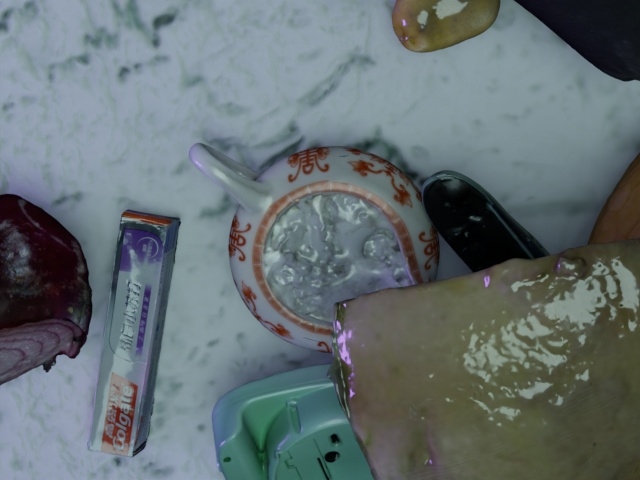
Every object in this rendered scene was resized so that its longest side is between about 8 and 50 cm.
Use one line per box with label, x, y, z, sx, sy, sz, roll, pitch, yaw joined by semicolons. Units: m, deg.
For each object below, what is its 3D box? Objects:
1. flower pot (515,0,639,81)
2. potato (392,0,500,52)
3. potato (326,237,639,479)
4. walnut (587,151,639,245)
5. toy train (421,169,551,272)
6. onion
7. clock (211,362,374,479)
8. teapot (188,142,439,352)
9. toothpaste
flower pot;0.233;-0.212;1.328;0.235;0.235;0.148;-36;121;6
potato;0.095;-0.179;1.392;0.083;0.062;0.068;-34;72;-23
potato;0.172;0.108;1.259;0.264;0.211;0.189;-17;78;32
walnut;0.291;0.000;1.388;0.159;0.159;0.206;35;100;-8
toy train;0.156;0.025;1.416;0.052;0.051;0.234;-37;112;16
onion;-0.278;0.036;1.355;0.195;0.218;0.140;-14;75;8
clock;0.016;0.159;1.428;0.188;0.060;0.148;-18;132;7
teapot;0.000;0.000;1.404;0.245;0.116;0.159;29;113;-10
toothpaste;-0.149;0.074;1.452;0.047;0.040;0.196;10;102;-1
